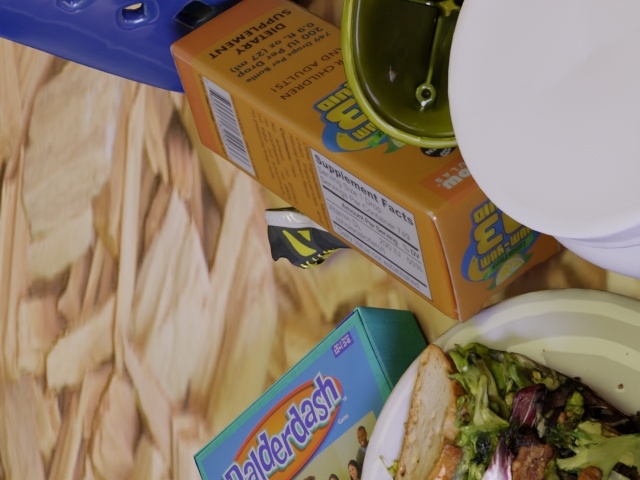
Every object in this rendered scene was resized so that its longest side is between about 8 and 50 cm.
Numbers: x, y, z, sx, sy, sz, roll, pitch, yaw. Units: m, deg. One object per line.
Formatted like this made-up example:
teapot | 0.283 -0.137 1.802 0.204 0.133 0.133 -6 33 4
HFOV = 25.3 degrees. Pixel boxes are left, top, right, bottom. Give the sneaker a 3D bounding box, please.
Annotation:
sneaker | 0.000 0.000 0.822 0.083 0.031 0.035 11 107 50

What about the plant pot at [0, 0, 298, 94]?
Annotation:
plant pot | -0.100 -0.250 0.816 0.212 0.236 0.236 -30 64 32

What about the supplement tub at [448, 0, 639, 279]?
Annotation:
supplement tub | 0.158 -0.052 0.537 0.144 0.199 0.144 -6 81 46

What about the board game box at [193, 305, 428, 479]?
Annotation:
board game box | 0.025 0.165 0.759 0.160 0.047 0.210 -44 57 33

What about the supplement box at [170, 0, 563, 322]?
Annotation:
supplement box | 0.019 -0.052 0.752 0.233 0.078 0.080 36 152 41

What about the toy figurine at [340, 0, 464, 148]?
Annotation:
toy figurine | 0.097 -0.234 0.708 0.217 0.191 0.363 -133 49 -73

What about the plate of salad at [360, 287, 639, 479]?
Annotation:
plate of salad | 0.104 0.116 0.648 0.199 0.048 0.200 -9 68 24
